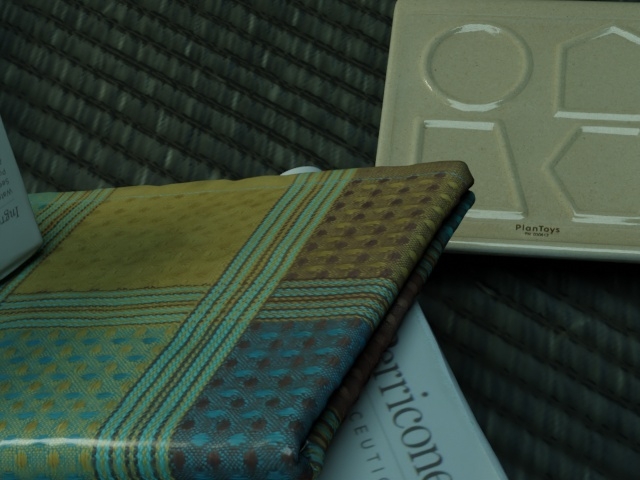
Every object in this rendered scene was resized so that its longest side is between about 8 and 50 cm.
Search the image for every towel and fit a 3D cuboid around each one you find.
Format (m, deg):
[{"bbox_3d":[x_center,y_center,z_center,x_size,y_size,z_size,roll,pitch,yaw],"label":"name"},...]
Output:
[{"bbox_3d":[-0.131,0.041,0.723,0.370,0.040,0.271,-4,26,24],"label":"towel"}]

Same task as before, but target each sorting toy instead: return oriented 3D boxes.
[{"bbox_3d":[0.133,-0.068,0.893,0.193,0.038,0.208,3,54,8],"label":"sorting toy"}]

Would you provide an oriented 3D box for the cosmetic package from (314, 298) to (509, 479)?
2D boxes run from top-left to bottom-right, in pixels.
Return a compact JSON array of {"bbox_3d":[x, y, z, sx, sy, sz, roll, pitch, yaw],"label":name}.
[{"bbox_3d":[-0.125,0.215,0.635,0.453,0.161,0.230,-18,39,-6],"label":"cosmetic package"}]

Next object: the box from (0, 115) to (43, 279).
[{"bbox_3d":[-0.269,-0.009,0.715,0.181,0.119,0.182,1,27,32],"label":"box"}]

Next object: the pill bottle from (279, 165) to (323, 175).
[{"bbox_3d":[0.000,0.000,0.857,0.043,0.043,0.083,-23,58,-8],"label":"pill bottle"}]
